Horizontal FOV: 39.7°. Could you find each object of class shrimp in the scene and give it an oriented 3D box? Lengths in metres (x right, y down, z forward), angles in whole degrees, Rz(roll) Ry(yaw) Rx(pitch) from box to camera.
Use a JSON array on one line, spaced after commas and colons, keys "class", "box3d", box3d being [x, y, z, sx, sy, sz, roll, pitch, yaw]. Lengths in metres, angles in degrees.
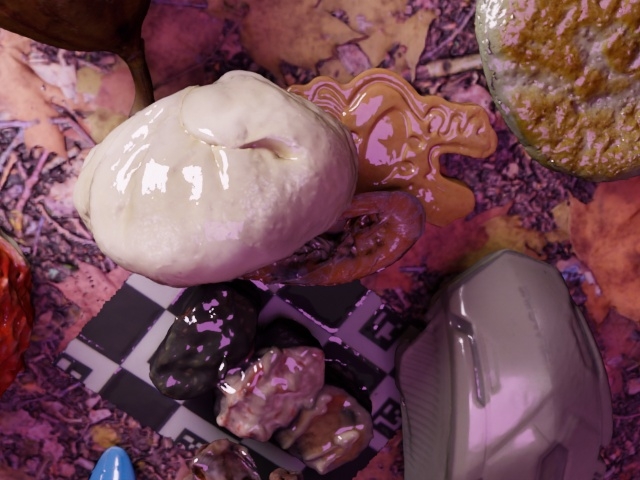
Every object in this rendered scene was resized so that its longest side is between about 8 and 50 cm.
[{"class": "shrimp", "box3d": [-0.001, -0.002, 0.896, 0.251, 0.052, 0.143, -10, 145, -32]}]

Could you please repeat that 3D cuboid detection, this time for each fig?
[{"class": "fig", "box3d": [-0.215, -0.231, 0.796, 0.217, 0.217, 0.321, -22, 138, 1]}]

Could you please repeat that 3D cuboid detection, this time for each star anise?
[{"class": "star anise", "box3d": [-0.079, 0.305, 0.985, 0.099, 0.220, 0.214, -41, 119, -40]}]

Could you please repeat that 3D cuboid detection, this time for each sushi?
[{"class": "sushi", "box3d": [-0.058, 0.158, 0.964, 0.373, 0.100, 0.296, 40, 100, -17]}]

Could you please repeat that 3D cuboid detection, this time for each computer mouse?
[{"class": "computer mouse", "box3d": [0.213, 0.221, 0.982, 0.228, 0.145, 0.428, -10, 111, -19]}]

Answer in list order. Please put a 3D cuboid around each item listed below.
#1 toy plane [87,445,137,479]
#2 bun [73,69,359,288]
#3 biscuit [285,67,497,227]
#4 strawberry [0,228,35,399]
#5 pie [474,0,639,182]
[{"class": "toy plane", "box3d": [-0.235, 0.370, 0.985, 0.105, 0.254, 0.271, 6, 82, 27]}, {"class": "bun", "box3d": [-0.102, -0.063, 0.801, 0.259, 0.259, 0.160, -22, 115, 1]}, {"class": "biscuit", "box3d": [0.067, -0.103, 0.930, 0.236, 0.040, 0.144, 15, 101, -14]}, {"class": "strawberry", "box3d": [-0.433, 0.116, 0.879, 0.265, 0.149, 0.336, 18, 107, -14]}, {"class": "pie", "box3d": [0.308, -0.207, 0.906, 0.323, 0.070, 0.323, -2, 112, -5]}]
